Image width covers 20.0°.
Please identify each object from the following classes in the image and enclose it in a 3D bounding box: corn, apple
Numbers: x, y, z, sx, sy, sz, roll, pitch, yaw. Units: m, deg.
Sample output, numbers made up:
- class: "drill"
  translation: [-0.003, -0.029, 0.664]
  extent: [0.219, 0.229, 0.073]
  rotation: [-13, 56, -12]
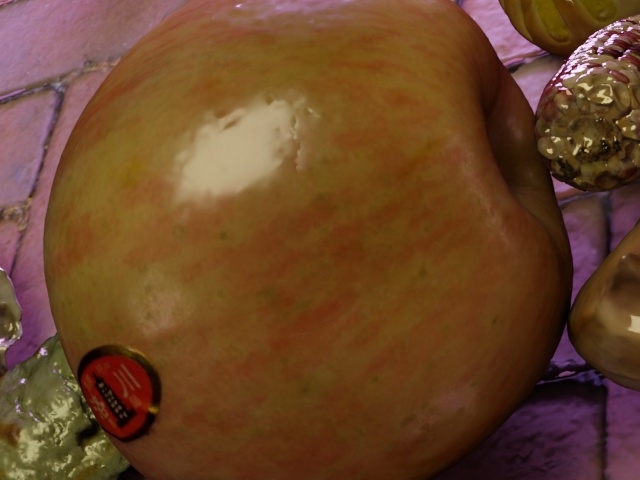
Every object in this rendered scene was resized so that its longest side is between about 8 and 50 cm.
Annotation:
- class: "corn"
  translation: [0.228, -0.111, 1.357]
  extent: [0.098, 0.098, 0.290]
  rotation: [-19, 9, 25]
- class: "apple"
  translation: [0.000, 0.000, 1.308]
  extent: [0.346, 0.391, 0.391]
  rotation: [-19, 47, 27]

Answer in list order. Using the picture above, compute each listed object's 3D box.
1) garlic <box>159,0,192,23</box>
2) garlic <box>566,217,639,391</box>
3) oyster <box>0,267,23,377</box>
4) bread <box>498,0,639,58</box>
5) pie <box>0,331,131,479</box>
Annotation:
- class: "garlic"
  translation: [-0.027, -0.155, 1.573]
  extent: [0.128, 0.266, 0.148]
  rotation: [-127, 42, -77]
- class: "garlic"
  translation: [0.293, -0.024, 1.267]
  extent: [0.151, 0.196, 0.338]
  rotation: [23, 58, 23]
- class: "oyster"
  translation: [-0.409, 0.130, 1.728]
  extent: [0.238, 0.115, 0.351]
  rotation: [16, 71, 46]
- class: "bread"
  translation: [0.238, -0.255, 1.553]
  extent: [0.213, 0.105, 0.213]
  rotation: [-23, 46, 26]
- class: "pie"
  translation: [-0.234, 0.157, 1.593]
  extent: [0.248, 0.090, 0.201]
  rotation: [-46, 37, -8]
